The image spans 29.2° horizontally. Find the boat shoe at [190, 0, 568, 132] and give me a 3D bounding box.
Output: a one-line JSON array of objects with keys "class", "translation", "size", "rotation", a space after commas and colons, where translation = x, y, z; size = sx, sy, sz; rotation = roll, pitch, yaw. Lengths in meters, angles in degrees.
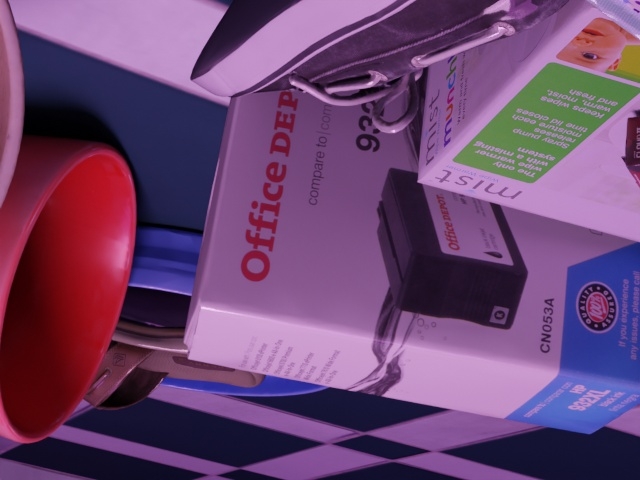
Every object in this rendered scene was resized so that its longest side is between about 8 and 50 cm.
[{"class": "boat shoe", "translation": [0.026, -0.126, 0.699], "size": [0.105, 0.113, 0.306], "rotation": [36, 154, -21]}]

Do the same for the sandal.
[{"class": "sandal", "translation": [-0.210, 0.139, 1.324], "size": [0.303, 0.086, 0.120], "rotation": [3, 158, 13]}]

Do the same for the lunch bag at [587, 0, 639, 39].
[{"class": "lunch bag", "translation": [0.162, -0.193, 0.477], "size": [0.262, 0.160, 0.223], "rotation": [31, 157, -15]}]

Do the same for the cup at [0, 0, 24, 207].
[{"class": "cup", "translation": [-0.374, -0.100, 0.766], "size": [0.331, 0.331, 0.237], "rotation": [20, -179, -27]}]

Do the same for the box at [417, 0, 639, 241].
[{"class": "box", "translation": [0.221, -0.099, 0.728], "size": [0.262, 0.126, 0.231], "rotation": [14, 156, -14]}]

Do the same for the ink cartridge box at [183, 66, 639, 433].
[{"class": "ink cartridge box", "translation": [0.075, -0.008, 0.871], "size": [0.307, 0.223, 0.129], "rotation": [11, 158, -6]}]

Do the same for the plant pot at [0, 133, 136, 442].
[{"class": "plant pot", "translation": [-0.325, 0.019, 1.078], "size": [0.243, 0.275, 0.275], "rotation": [14, 159, 11]}]

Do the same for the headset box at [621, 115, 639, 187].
[{"class": "headset box", "translation": [0.205, -0.043, 0.657], "size": [0.083, 0.032, 0.062], "rotation": [-6, 153, 31]}]

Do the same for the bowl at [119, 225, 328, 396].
[{"class": "bowl", "translation": [-0.157, 0.085, 1.391], "size": [0.391, 0.077, 0.391], "rotation": [7, 158, 3]}]
